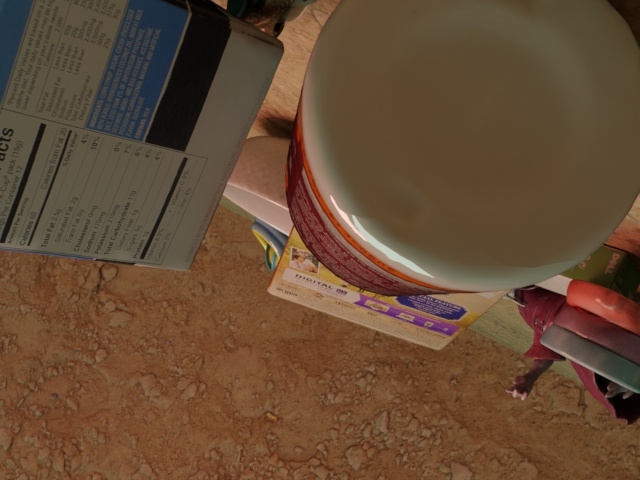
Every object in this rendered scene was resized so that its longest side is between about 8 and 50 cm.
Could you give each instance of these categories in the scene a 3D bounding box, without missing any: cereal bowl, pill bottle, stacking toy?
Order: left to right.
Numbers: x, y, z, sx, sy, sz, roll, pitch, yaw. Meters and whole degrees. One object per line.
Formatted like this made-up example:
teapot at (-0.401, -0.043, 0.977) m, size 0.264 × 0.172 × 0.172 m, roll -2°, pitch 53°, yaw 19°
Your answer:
cereal bowl at (-0.011, -0.079, 1.251) m, size 0.339 × 0.141 × 0.339 m, roll 27°, pitch 173°, yaw 3°
pill bottle at (0.083, -0.064, 0.632) m, size 0.224 × 0.224 × 0.392 m, roll 28°, pitch 173°, yaw -2°
stacking toy at (0.416, 0.175, 0.844) m, size 0.309 × 0.130 × 0.279 m, roll 27°, pitch -179°, yaw -6°

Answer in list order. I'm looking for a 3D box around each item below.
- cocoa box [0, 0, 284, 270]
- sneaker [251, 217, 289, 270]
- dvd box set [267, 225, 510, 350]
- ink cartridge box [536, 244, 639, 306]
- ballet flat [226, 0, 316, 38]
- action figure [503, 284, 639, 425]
cocoa box at (-0.246, -0.160, 0.669) m, size 0.228 × 0.231 × 0.347 m, roll 9°, pitch -157°, yaw -43°
sneaker at (0.000, 0.000, 1.523) m, size 0.319 × 0.208 × 0.127 m, roll 29°, pitch 172°, yaw -13°
dvd box set at (0.106, 0.020, 1.030) m, size 0.308 × 0.062 × 0.420 m, roll 18°, pitch 151°, yaw -3°
ink cartridge box at (0.369, 0.046, 1.006) m, size 0.209 × 0.062 × 0.109 m, roll 22°, pitch 171°, yaw 39°
ballet flat at (-0.037, -0.224, 0.643) m, size 0.067 × 0.073 × 0.206 m, roll 1°, pitch -177°, yaw -15°
action figure at (0.399, 0.114, 1.171) m, size 0.370 × 0.276 × 0.248 m, roll 50°, pitch 165°, yaw 55°
